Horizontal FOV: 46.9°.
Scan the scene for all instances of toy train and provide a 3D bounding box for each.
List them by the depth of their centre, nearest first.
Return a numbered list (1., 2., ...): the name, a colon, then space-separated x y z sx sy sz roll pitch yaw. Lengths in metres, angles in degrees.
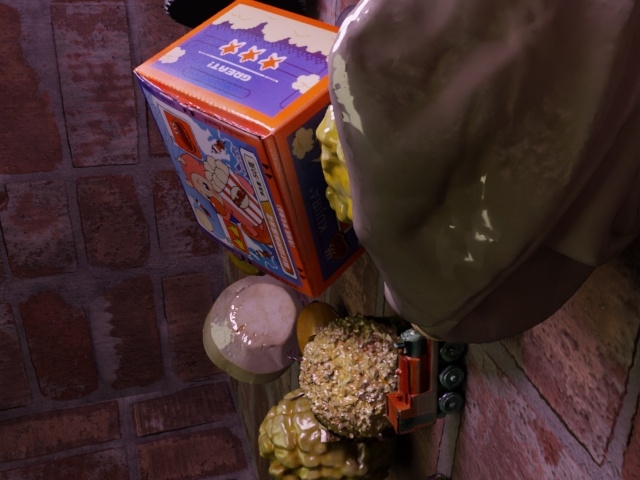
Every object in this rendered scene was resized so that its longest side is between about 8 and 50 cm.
1. toy train: 0.159 0.206 1.134 0.074 0.118 0.176 -134 37 -61

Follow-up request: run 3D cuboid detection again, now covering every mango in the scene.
1. mango: 0.020 0.266 1.708 0.157 0.108 0.262 -36 66 62

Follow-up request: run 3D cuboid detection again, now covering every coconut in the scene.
1. coconut: -0.187 0.261 2.133 0.323 0.322 0.323 173 90 -75

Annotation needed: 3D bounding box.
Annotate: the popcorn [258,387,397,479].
1. popcorn: 0.017 0.397 1.456 0.270 0.257 0.224 42 -152 -49

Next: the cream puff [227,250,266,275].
1. cream puff: -0.039 -0.058 1.537 0.323 0.269 0.274 -63 -28 -12

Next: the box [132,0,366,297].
1. box: -0.072 -0.151 1.189 0.318 0.257 0.349 31 150 34

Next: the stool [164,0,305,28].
1. stool: -0.186 -0.642 1.554 0.297 0.297 0.330 168 99 -75

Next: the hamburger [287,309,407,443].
1. hamburger: 0.058 0.239 1.307 0.138 0.261 0.243 30 -138 -56

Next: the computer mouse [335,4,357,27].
1. computer mouse: 0.068 -0.310 1.347 0.120 0.057 0.232 153 112 -74

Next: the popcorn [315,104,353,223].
1. popcorn: 0.110 -0.114 0.943 0.250 0.234 0.242 -14 -85 -84

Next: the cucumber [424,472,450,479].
1. cucumber: 0.199 0.555 1.195 0.145 0.105 0.326 136 128 -73

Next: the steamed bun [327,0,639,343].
1. steamed bun: 0.177 -0.098 0.628 0.368 0.255 0.342 65 -143 -45

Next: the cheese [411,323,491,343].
1. cheese: 0.192 0.080 1.012 0.167 0.093 0.123 160 112 -70
